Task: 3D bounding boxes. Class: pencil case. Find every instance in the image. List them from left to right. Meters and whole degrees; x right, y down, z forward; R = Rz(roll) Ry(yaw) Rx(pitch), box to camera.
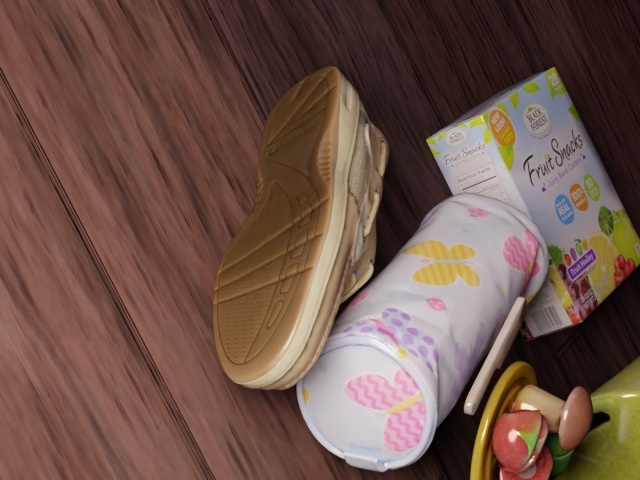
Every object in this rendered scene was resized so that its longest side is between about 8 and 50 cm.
[{"bbox_3d":[0.083,0.066,1.367,0.273,0.114,0.124,-44,151,-54],"label":"pencil case"}]

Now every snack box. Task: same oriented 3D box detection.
[{"bbox_3d":[0.202,-0.037,1.619,0.174,0.070,0.207,-35,99,-54],"label":"snack box"}]

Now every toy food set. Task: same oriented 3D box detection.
[{"bbox_3d":[0.171,0.168,1.378,0.128,0.071,0.217,-54,146,-42],"label":"toy food set"}]

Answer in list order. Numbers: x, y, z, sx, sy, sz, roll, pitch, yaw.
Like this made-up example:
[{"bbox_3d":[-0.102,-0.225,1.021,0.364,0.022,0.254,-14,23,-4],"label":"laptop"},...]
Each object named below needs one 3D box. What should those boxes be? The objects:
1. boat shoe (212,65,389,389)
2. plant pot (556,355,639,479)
[{"bbox_3d":[0.000,0.000,1.300,0.098,0.109,0.302,44,36,-29],"label":"boat shoe"},{"bbox_3d":[0.343,0.186,1.551,0.254,0.276,0.276,-18,86,-43],"label":"plant pot"}]
